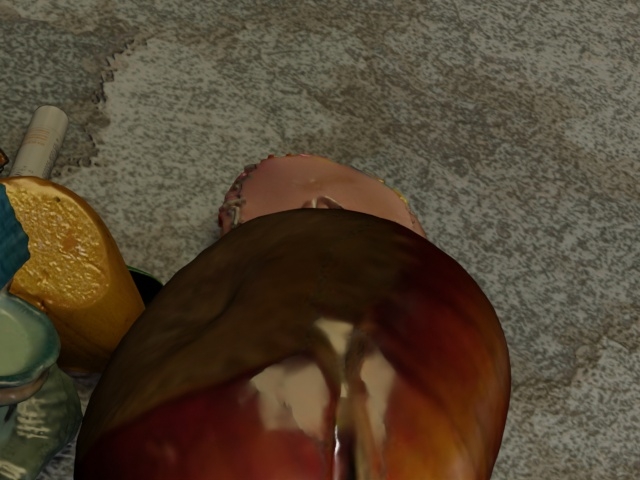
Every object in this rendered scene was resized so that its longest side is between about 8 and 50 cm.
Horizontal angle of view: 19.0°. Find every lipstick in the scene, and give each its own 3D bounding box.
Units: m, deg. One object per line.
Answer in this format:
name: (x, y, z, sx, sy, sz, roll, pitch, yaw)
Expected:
lipstick: (-0.287, -0.080, 1.922, 0.040, 0.040, 0.141, 21, 41, -9)

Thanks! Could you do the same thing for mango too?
mango: (-0.242, 0.036, 1.748, 0.217, 0.141, 0.102, 45, -5, -10)

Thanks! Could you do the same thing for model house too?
model house: (-0.290, 0.077, 1.537, 0.194, 0.325, 0.267, 31, 40, 6)

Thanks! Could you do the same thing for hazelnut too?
hazelnut: (-0.009, 0.166, 1.599, 0.359, 0.359, 0.409, 25, 48, -4)

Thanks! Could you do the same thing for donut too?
donut: (0.000, 0.000, 1.966, 0.233, 0.085, 0.199, 14, 43, -16)

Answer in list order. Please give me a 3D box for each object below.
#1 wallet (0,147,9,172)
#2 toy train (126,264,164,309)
wallet: (-0.420, -0.098, 1.863, 0.195, 0.042, 0.161, -24, 62, -43)
toy train: (-0.252, 0.027, 1.822, 0.209, 0.044, 0.042, 15, 7, -16)
